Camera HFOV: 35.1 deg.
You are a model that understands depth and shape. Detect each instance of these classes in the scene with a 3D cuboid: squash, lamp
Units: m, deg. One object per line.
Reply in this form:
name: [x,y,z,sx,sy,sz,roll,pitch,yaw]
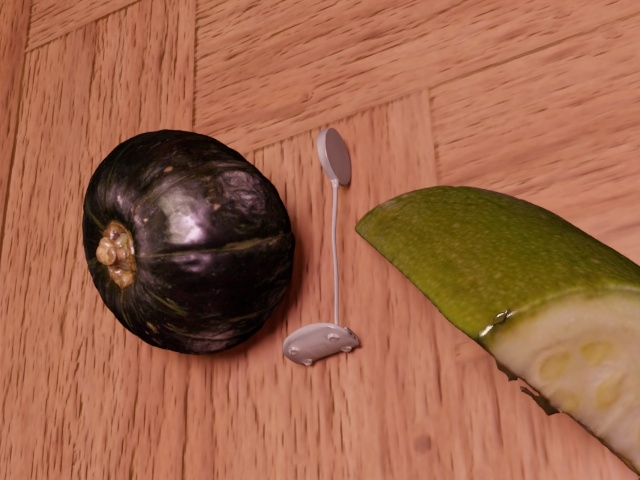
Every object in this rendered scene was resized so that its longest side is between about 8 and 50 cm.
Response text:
squash: [0.155,0.039,0.715,0.111,0.203,0.289,-51,15,3]
squash: [-0.109,0.000,0.819,0.156,0.193,0.193,-15,51,-18]
lamp: [0.000,0.000,0.822,0.056,0.050,0.198,-14,61,27]
